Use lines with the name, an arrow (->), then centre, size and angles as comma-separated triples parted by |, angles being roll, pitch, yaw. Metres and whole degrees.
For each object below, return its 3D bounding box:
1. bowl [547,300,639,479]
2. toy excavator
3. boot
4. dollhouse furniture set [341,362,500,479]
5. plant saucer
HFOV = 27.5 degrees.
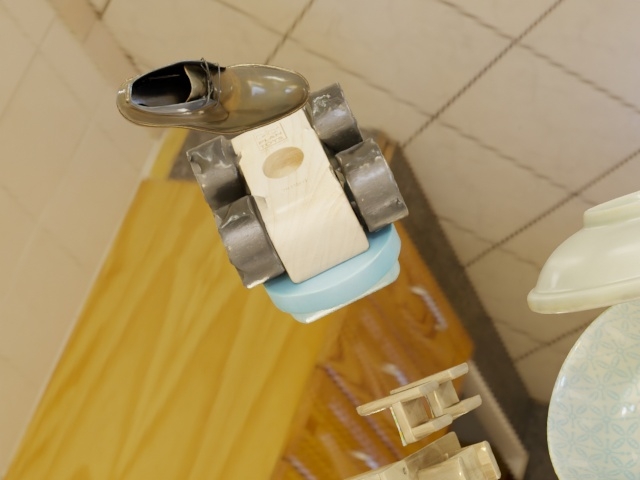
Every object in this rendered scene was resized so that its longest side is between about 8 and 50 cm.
bowl -> 0.442, 0.222, 1.653 | 0.156, 0.289, 0.289 | 27, 154, -26
toy excavator -> 0.000, 0.000, 1.804 | 0.222, 0.433, 0.445 | -25, 130, 0
boot -> -0.116, -0.157, 1.439 | 0.219, 0.082, 0.106 | -6, -178, -6
dollhouse furniture set -> 0.080, 0.274, 1.380 | 0.161, 0.212, 0.242 | -25, 174, 33
plant saucer -> 0.430, -0.017, 1.564 | 0.400, 0.100, 0.400 | -17, -178, 1
